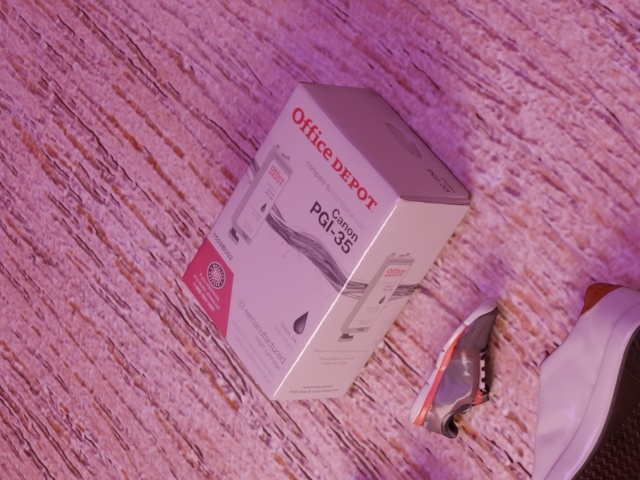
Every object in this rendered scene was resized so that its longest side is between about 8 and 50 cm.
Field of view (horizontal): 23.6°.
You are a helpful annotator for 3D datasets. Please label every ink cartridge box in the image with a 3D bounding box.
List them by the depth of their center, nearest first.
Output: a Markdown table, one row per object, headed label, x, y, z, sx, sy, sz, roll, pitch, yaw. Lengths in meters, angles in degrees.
| label | x | y | z | sx | sy | sz | roll | pitch | yaw |
| --- | --- | --- | --- | --- | --- | --- | --- | --- | --- |
| ink cartridge box | 0.000 | 0.000 | 1.640 | 0.207 | 0.117 | 0.283 | 51 | 122 | 34 |

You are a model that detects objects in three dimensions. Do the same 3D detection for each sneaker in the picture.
| label | x | y | z | sx | sy | sz | roll | pitch | yaw |
| --- | --- | --- | --- | --- | --- | --- | --- | --- | --- |
| sneaker | 0.244 | 0.177 | 1.421 | 0.123 | 0.105 | 0.290 | 41 | 114 | 57 |
| sneaker | 0.150 | 0.131 | 1.543 | 0.065 | 0.061 | 0.158 | 31 | 113 | 12 |
